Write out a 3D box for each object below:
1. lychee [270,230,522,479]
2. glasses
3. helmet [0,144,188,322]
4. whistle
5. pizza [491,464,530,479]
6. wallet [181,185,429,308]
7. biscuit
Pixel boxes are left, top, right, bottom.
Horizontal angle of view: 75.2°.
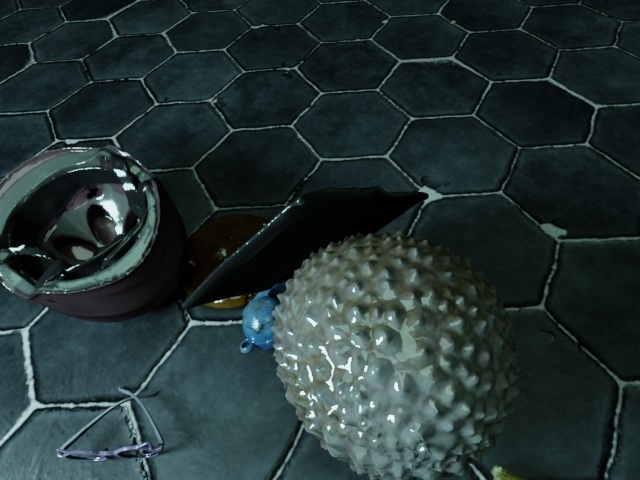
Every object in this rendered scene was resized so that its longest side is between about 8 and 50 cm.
[{"bbox_3d":[0.078,0.136,0.502,0.299,0.300,0.300,-2,53,3],"label":"lychee"},{"bbox_3d":[-0.280,0.248,0.584,0.139,0.063,0.104,-3,52,1],"label":"glasses"},{"bbox_3d":[-0.364,-0.001,0.694,0.338,0.197,0.271,23,65,27],"label":"helmet"},{"bbox_3d":[-0.069,0.115,0.655,0.090,0.090,0.158,31,60,24],"label":"whistle"},{"bbox_3d":[0.256,0.395,0.434,0.197,0.058,0.292,-22,55,-11],"label":"pizza"},{"bbox_3d":[0.000,0.000,0.568,0.322,0.247,0.041,-15,70,-53],"label":"wallet"},{"bbox_3d":[-0.159,0.029,0.755,0.211,0.036,0.212,-2,52,3],"label":"biscuit"}]
